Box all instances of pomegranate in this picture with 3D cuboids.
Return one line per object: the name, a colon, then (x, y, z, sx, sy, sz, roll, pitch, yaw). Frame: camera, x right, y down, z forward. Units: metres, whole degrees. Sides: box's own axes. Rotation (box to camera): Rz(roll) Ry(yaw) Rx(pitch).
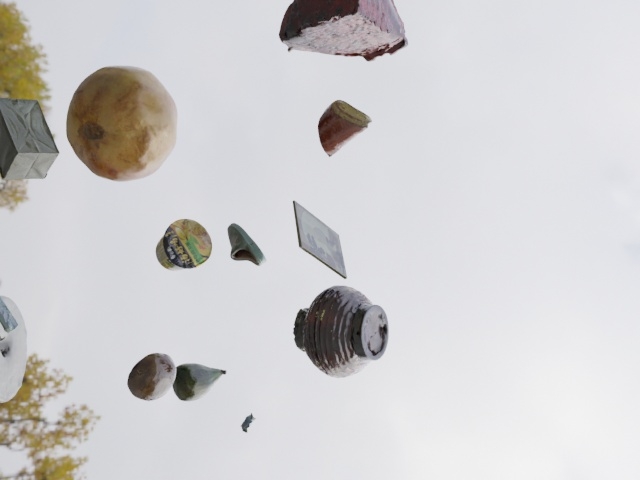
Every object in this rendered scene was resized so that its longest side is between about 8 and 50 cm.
pomegranate: (-0.573, -0.344, 1.978, 0.338, 0.338, 0.338, -10, -104, 49)

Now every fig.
fig: (-0.376, 0.433, 2.079, 0.117, 0.178, 0.117, 6, -82, 46)

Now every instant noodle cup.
instant noodle cup: (-0.412, 0.021, 1.970, 0.122, 0.151, 0.151, -20, -111, 52)

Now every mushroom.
mushroom: (-0.416, 0.334, 1.645, 0.087, 0.127, 0.127, 29, -74, 47)

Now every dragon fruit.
dragon fruit: (0.075, -0.628, 1.808, 0.286, 0.329, 0.227, -11, -98, 38)

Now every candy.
candy: (-0.186, 0.472, 1.729, 0.030, 0.020, 0.083, 52, -44, 15)

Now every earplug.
earplug: (-1.110, 0.329, 1.955, 0.312, 0.394, 0.312, 176, -90, -85)

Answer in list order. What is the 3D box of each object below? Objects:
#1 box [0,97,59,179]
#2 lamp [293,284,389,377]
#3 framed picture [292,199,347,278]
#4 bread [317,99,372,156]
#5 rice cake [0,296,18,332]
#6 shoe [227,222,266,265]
box: (-0.993, -0.336, 2.223, 0.149, 0.155, 0.231, -41, -113, 37)
lamp: (0.048, 0.231, 1.703, 0.247, 0.247, 0.246, -10, -104, 49)
framed picture: (0.000, 0.000, 1.637, 0.010, 0.201, 0.136, -26, -128, 23)
bread: (0.048, -0.311, 1.805, 0.119, 0.067, 0.192, 58, -38, 1)
rice cake: (-0.847, 0.157, 1.749, 0.042, 0.030, 0.180, -29, -88, 34)
shoe: (-0.236, 0.021, 1.973, 0.195, 0.078, 0.079, 37, -26, 40)
